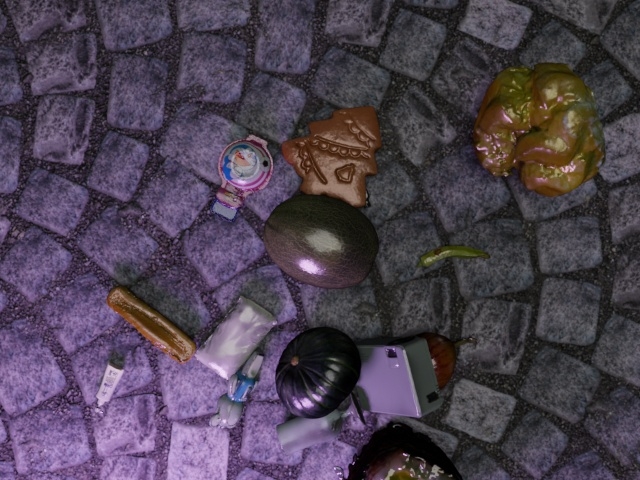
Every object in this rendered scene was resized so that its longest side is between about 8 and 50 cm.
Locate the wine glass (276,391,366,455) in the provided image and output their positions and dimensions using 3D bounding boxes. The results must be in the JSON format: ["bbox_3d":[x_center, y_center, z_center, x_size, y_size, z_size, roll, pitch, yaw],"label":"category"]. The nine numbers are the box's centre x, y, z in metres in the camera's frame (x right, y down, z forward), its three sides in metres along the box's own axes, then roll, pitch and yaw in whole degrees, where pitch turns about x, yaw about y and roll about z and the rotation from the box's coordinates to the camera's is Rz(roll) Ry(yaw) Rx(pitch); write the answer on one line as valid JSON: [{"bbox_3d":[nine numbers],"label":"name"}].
[{"bbox_3d":[-0.001,0.500,1.889,0.231,0.103,0.103,-25,90,3],"label":"wine glass"}]

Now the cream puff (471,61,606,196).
[{"bbox_3d":[0.536,-0.272,1.781,0.275,0.378,0.378,-24,90,1],"label":"cream puff"}]

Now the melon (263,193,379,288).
[{"bbox_3d":[0.000,0.000,1.818,0.301,0.237,0.237,20,90,1],"label":"melon"}]

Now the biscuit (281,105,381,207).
[{"bbox_3d":[0.054,-0.246,1.902,0.284,0.043,0.306,35,86,6],"label":"biscuit"}]

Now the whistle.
[{"bbox_3d":[-0.223,0.407,1.895,0.077,0.114,0.236,27,91,39],"label":"whistle"}]

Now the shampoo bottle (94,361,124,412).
[{"bbox_3d":[-0.592,0.409,1.923,0.049,0.034,0.141,24,91,-7],"label":"shampoo bottle"}]

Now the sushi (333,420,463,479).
[{"bbox_3d":[0.206,0.649,1.794,0.281,0.294,0.299,43,92,-3],"label":"sushi"}]

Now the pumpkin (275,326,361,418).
[{"bbox_3d":[0.004,0.349,1.824,0.216,0.250,0.250,28,90,-19],"label":"pumpkin"}]

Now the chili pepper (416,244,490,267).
[{"bbox_3d":[0.365,0.037,1.916,0.208,0.043,0.049,-9,78,0],"label":"chili pepper"}]

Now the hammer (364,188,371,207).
[{"bbox_3d":[0.035,-0.113,1.924,0.201,0.021,0.078,-11,90,-1],"label":"hammer"}]

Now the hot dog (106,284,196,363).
[{"bbox_3d":[-0.464,0.231,1.907,0.289,0.068,0.083,38,67,4],"label":"hot dog"}]

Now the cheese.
[{"bbox_3d":[-0.221,-0.173,1.905,0.155,0.062,0.244,27,91,-2],"label":"cheese"}]

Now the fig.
[{"bbox_3d":[0.299,0.309,1.874,0.149,0.148,0.202,48,54,-24],"label":"fig"}]

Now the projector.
[{"bbox_3d":[0.192,0.348,1.816,0.099,0.256,0.192,-16,91,-32],"label":"projector"}]

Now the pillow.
[{"bbox_3d":[-0.234,0.268,1.913,0.128,0.051,0.229,39,92,1],"label":"pillow"}]
